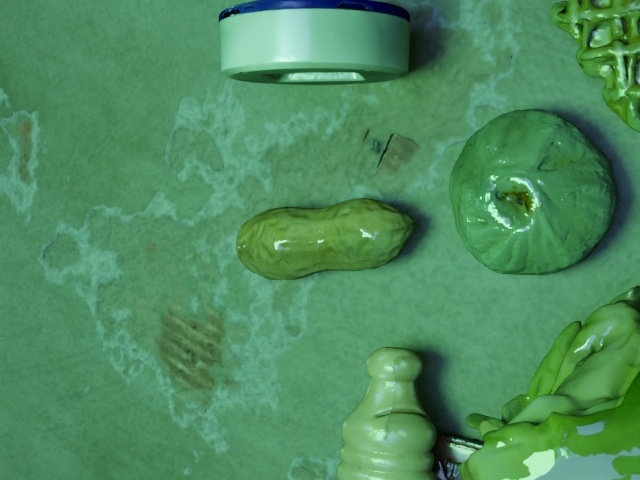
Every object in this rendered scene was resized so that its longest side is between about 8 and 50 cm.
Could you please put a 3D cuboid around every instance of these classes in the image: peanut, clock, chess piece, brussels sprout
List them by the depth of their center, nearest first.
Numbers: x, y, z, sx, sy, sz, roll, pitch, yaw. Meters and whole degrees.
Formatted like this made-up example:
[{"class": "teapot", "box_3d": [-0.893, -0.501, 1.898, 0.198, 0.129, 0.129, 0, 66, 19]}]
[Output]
[{"class": "brussels sprout", "box_3d": [0.330, 0.215, 0.775, 0.371, 0.276, 0.314, -31, 75, -1]}, {"class": "clock", "box_3d": [-0.007, -0.235, 0.969, 0.231, 0.230, 0.083, 1, 94, 28]}, {"class": "chess piece", "box_3d": [0.075, 0.285, 0.990, 0.139, 0.124, 0.307, -1, 85, 58]}, {"class": "peanut", "box_3d": [0.000, 0.000, 1.051, 0.263, 0.117, 0.101, -6, 112, 25]}]

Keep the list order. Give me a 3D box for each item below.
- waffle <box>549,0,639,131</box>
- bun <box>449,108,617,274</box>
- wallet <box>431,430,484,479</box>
[{"class": "waffle", "box_3d": [0.420, -0.253, 0.829, 0.297, 0.073, 0.317, 48, 113, 18]}, {"class": "bun", "box_3d": [0.236, -0.055, 0.917, 0.196, 0.118, 0.195, 0, 91, 30]}, {"class": "wallet", "box_3d": [0.146, 0.324, 1.029, 0.196, 0.042, 0.160, 10, 98, 27]}]
